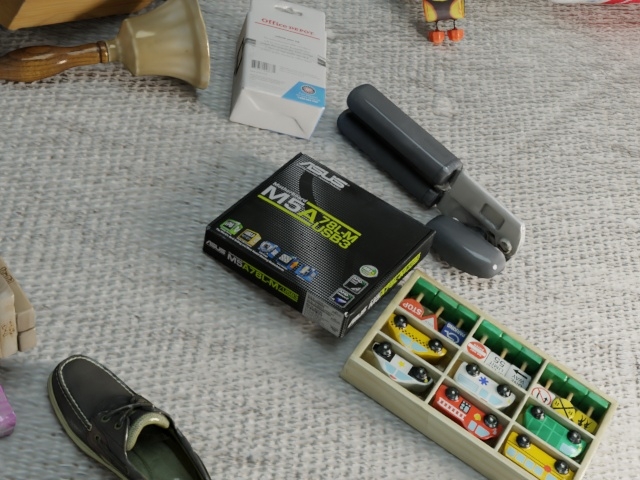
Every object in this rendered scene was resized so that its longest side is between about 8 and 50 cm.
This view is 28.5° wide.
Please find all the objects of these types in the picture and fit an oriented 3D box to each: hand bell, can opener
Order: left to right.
[{"bbox_3d":[-0.260,-0.213,1.449,0.242,0.126,0.126,-14,57,-17],"label":"hand bell"},{"bbox_3d":[0.120,-0.068,1.488,0.283,0.076,0.095,42,47,16],"label":"can opener"}]

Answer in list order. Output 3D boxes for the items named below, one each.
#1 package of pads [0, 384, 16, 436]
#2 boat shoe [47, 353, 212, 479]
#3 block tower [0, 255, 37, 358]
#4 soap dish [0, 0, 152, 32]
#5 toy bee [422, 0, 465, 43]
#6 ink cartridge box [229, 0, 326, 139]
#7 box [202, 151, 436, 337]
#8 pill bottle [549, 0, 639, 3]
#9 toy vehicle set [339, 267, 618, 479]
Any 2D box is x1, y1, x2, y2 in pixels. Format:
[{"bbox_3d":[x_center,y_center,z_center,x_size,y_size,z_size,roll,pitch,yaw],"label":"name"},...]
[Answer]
[{"bbox_3d":[-0.319,0.159,1.123,0.083,0.032,0.050,-16,61,-34],"label":"package of pads"},{"bbox_3d":[-0.163,0.180,1.145,0.080,0.073,0.223,-27,66,-39],"label":"boat shoe"},{"bbox_3d":[-0.415,0.095,1.056,0.335,0.091,0.097,-24,58,-27],"label":"block tower"},{"bbox_3d":[-0.324,-0.352,1.466,0.229,0.118,0.291,42,29,13],"label":"soap dish"},{"bbox_3d":[0.158,-0.361,1.730,0.195,0.162,0.298,9,31,30],"label":"toy bee"},{"bbox_3d":[-0.050,-0.216,1.551,0.104,0.060,0.180,13,47,-12],"label":"ink cartridge box"},{"bbox_3d":[0.000,0.000,1.378,0.191,0.045,0.184,32,47,19],"label":"box"},{"bbox_3d":[0.430,-0.465,1.867,0.408,0.229,0.229,-5,54,-27],"label":"pill bottle"},{"bbox_3d":[0.171,0.158,1.339,0.267,0.035,0.166,34,46,6],"label":"toy vehicle set"}]
